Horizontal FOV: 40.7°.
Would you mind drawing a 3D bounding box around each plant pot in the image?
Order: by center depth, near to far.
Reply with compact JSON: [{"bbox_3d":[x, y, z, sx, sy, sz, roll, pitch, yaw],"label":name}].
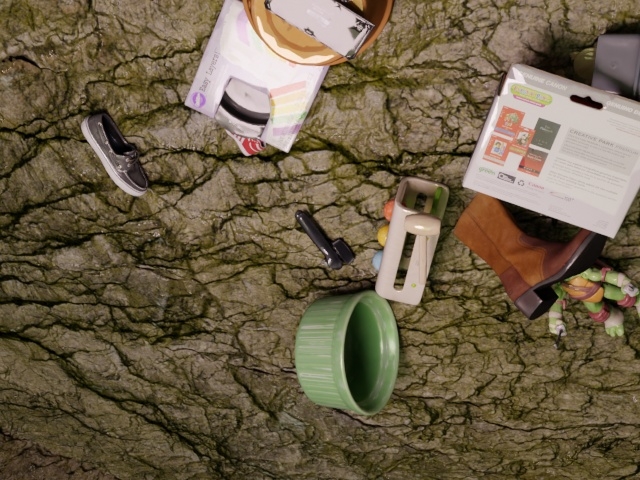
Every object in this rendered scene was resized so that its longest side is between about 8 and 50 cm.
[{"bbox_3d":[-0.010,-0.438,1.556,0.291,0.203,0.290,2,118,4],"label":"plant pot"}]

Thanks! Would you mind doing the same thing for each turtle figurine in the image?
[{"bbox_3d":[0.605,0.153,1.870,0.266,0.274,0.197,22,104,-30],"label":"turtle figurine"}]

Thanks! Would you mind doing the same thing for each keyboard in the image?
[{"bbox_3d":[0.005,-0.392,1.451,0.180,0.023,0.108,29,123,-10],"label":"keyboard"}]

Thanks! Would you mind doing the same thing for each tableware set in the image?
[{"bbox_3d":[0.514,-0.288,1.667,0.141,0.020,0.168,-32,110,32],"label":"tableware set"}]

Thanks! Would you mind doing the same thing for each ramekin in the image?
[{"bbox_3d":[0.065,0.274,2.132,0.148,0.303,0.303,-3,128,31],"label":"ramekin"}]

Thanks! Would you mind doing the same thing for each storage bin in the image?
[{"bbox_3d":[0.552,-0.322,1.578,0.091,0.098,0.135,12,109,24],"label":"storage bin"}]

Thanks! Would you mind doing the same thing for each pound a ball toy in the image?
[{"bbox_3d":[0.187,0.008,1.912,0.136,0.208,0.319,15,133,7],"label":"pound a ball toy"}]

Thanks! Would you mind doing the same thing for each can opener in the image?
[{"bbox_3d":[0.000,0.000,2.085,0.186,0.073,0.059,47,167,-17],"label":"can opener"}]

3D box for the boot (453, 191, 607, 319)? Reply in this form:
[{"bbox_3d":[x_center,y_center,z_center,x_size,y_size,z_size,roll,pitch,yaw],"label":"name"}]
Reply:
[{"bbox_3d":[0.436,-0.017,1.819,0.280,0.096,0.264,55,135,29],"label":"boot"}]

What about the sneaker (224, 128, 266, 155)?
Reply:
[{"bbox_3d":[-0.167,-0.244,1.934,0.067,0.042,0.118,-12,132,32],"label":"sneaker"}]

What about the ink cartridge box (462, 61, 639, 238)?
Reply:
[{"bbox_3d":[0.465,-0.190,1.642,0.310,0.130,0.271,20,124,5],"label":"ink cartridge box"}]

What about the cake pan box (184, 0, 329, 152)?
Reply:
[{"bbox_3d":[-0.124,-0.340,1.772,0.246,0.070,0.266,26,118,-5],"label":"cake pan box"}]

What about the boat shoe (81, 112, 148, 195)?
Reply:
[{"bbox_3d":[-0.473,-0.208,2.057,0.076,0.080,0.228,-18,114,33],"label":"boat shoe"}]
